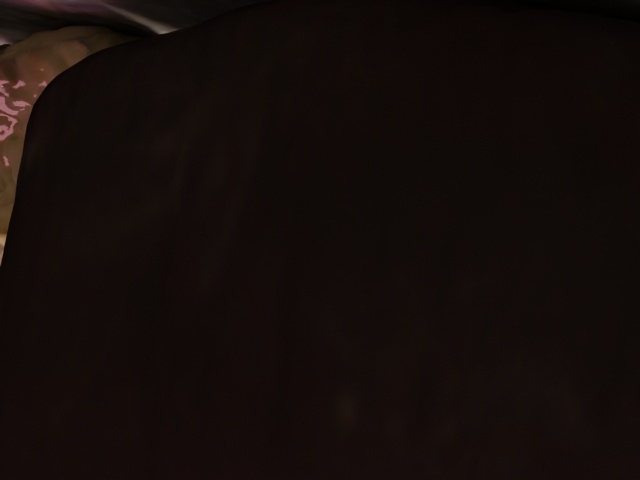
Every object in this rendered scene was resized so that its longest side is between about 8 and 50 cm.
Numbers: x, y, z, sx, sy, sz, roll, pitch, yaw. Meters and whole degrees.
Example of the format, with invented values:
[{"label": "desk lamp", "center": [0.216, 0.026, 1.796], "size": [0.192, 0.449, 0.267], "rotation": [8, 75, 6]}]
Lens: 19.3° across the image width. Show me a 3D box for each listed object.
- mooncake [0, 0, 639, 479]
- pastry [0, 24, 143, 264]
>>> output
[{"label": "mooncake", "center": [0.056, 0.041, 0.553], "size": [0.306, 0.154, 0.306], "rotation": [8, 168, 2]}, {"label": "pastry", "center": [-0.057, -0.019, 0.723], "size": [0.121, 0.089, 0.258], "rotation": [-4, 171, 25]}]
